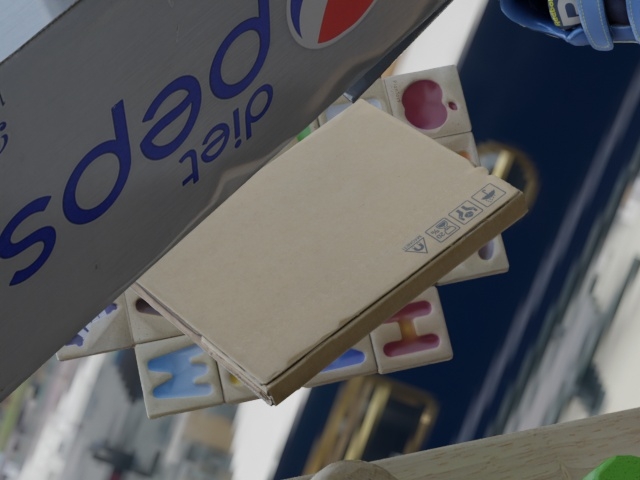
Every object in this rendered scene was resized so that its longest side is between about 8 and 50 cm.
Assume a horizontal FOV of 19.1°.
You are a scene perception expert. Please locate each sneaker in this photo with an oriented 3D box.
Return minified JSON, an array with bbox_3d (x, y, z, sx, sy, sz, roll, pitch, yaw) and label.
[{"bbox_3d":[0.148,-0.117,0.929,0.144,0.059,0.053,12,118,52],"label":"sneaker"}]

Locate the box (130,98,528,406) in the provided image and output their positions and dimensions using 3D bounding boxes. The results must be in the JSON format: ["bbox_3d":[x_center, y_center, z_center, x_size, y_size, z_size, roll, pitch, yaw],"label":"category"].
[{"bbox_3d":[0.000,0.000,1.164,0.201,0.021,0.164,-37,42,-18],"label":"box"}]

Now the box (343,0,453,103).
[{"bbox_3d":[-0.012,-0.205,0.948,0.183,0.232,0.059,-45,5,43],"label":"box"}]

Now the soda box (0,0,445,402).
[{"bbox_3d":[-0.060,-0.057,0.441,0.286,0.091,0.098,-44,-28,-28],"label":"soda box"}]

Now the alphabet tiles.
[{"bbox_3d":[-0.044,-0.024,1.425,0.011,0.342,0.285,94,164,-71],"label":"alphabet tiles"}]

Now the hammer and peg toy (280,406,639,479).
[{"bbox_3d":[0.142,0.174,0.603,0.127,0.361,0.266,-51,54,46],"label":"hammer and peg toy"}]
